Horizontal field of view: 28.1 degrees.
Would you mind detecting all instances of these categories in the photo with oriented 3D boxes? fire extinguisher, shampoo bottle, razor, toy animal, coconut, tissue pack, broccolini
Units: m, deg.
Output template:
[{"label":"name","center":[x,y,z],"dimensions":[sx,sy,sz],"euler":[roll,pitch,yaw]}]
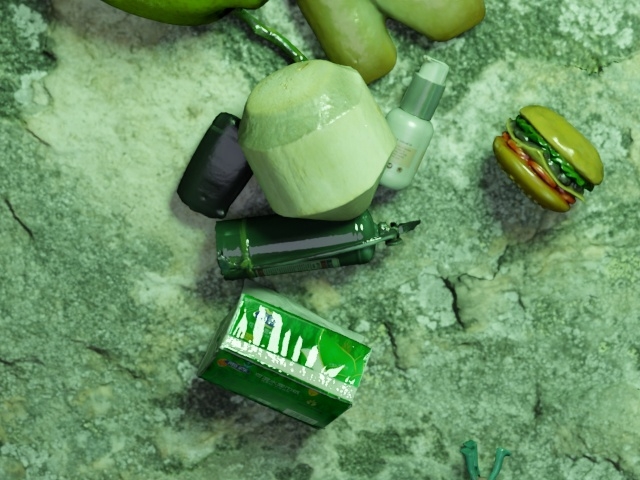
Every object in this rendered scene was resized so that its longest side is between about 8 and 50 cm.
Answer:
[{"label":"fire extinguisher","center":[0.000,0.000,1.837],"dimensions":[0.294,0.118,0.093],"euler":[-7,101,3]},{"label":"shampoo bottle","center":[0.128,-0.167,1.812],"dimensions":[0.074,0.074,0.192],"euler":[22,103,-8]},{"label":"razor","center":[-0.141,-0.105,1.830],"dimensions":[0.090,0.054,0.148],"euler":[31,102,-6]},{"label":"toy animal","center":[0.246,0.414,1.986],"dimensions":[0.103,0.100,0.208],"euler":[-6,108,-41]},{"label":"coconut","center":[0.001,-0.126,1.745],"dimensions":[0.202,0.202,0.222],"euler":[-24,120,5]},{"label":"tissue pack","center":[-0.047,0.157,1.871],"dimensions":[0.209,0.148,0.156],"euler":[25,64,-8]},{"label":"broccolini","center":[-0.090,-0.294,1.779],"dimensions":[0.254,0.057,0.071],"euler":[39,145,-9]}]

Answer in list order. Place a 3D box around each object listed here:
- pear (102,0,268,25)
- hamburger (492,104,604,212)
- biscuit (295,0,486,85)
[{"label":"pear","center":[-0.187,-0.372,1.668],"dimensions":[0.255,0.164,0.238],"euler":[41,100,4]},{"label":"hamburger","center":[0.319,-0.114,1.792],"dimensions":[0.162,0.162,0.115],"euler":[40,102,-12]},{"label":"biscuit","center":[0.070,-0.376,1.756],"dimensions":[0.237,0.062,0.290],"euler":[-26,106,6]}]
